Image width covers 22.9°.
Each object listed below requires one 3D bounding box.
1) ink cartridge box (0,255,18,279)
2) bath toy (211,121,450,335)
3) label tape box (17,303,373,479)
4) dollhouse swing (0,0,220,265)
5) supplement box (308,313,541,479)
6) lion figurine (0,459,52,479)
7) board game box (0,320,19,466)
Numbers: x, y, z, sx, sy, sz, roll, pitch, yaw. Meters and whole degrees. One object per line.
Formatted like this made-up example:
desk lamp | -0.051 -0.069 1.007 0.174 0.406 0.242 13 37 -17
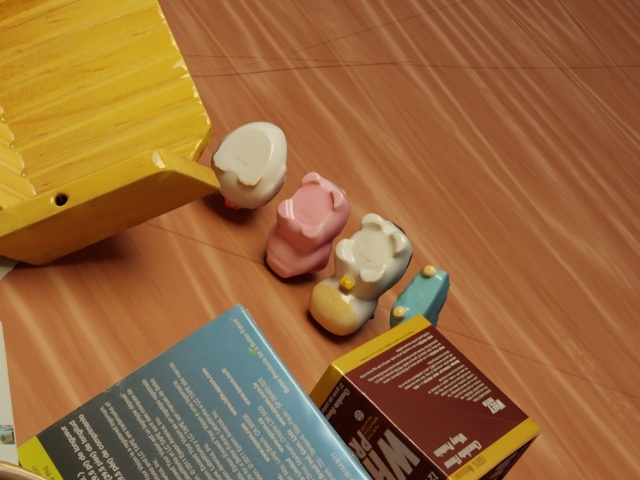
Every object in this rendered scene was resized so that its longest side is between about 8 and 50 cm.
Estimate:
ink cartridge box | -0.413 -0.057 1.743 0.225 0.056 0.181 49 31 -10
bath toy | 0.000 0.000 1.938 0.348 0.151 0.129 42 -5 19
label tape box | -0.142 0.251 1.456 0.333 0.106 0.240 -32 62 -11
dollhouse swing | -0.315 -0.201 1.665 0.315 0.305 0.347 -23 69 -4
supplement box | 0.100 0.213 1.731 0.194 0.129 0.191 43 33 16
lion figurine | -0.314 0.267 1.147 0.240 0.392 0.142 44 -7 -15
board game box | -0.376 0.197 1.338 0.224 0.097 0.303 5 41 -21
